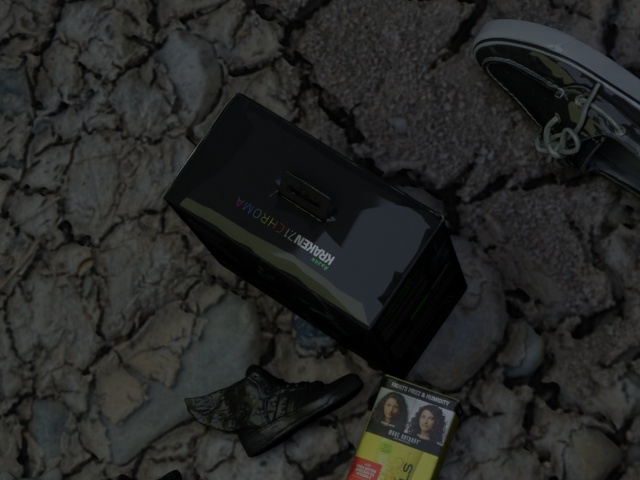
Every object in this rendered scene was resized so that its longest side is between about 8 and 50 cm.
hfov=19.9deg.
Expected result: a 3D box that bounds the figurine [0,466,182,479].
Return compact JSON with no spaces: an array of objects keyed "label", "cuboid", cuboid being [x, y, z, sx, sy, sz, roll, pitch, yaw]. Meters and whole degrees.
[{"label":"figurine","cuboid":[-0.251,0.332,1.865,0.215,0.092,0.209,2,67,11]}]

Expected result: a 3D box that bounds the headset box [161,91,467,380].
[{"label":"headset box","cuboid":[0.000,0.000,1.804,0.246,0.283,0.131,32,82,17]}]

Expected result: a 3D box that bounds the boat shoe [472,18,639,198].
[{"label":"boat shoe","cuboid":[0.276,-0.116,1.879,0.306,0.113,0.105,34,68,7]}]

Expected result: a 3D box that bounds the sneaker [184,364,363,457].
[{"label":"sneaker","cuboid":[-0.048,0.160,1.888,0.170,0.051,0.089,-32,76,3]}]

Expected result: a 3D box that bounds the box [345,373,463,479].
[{"label":"box","cuboid":[0.065,0.259,1.838,0.087,0.058,0.232,20,79,13]}]
